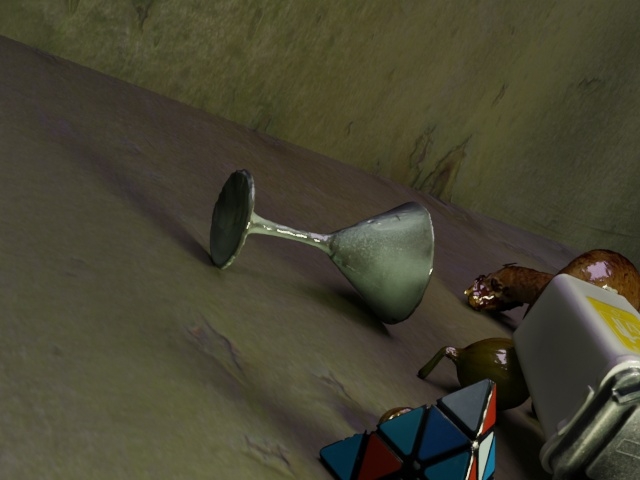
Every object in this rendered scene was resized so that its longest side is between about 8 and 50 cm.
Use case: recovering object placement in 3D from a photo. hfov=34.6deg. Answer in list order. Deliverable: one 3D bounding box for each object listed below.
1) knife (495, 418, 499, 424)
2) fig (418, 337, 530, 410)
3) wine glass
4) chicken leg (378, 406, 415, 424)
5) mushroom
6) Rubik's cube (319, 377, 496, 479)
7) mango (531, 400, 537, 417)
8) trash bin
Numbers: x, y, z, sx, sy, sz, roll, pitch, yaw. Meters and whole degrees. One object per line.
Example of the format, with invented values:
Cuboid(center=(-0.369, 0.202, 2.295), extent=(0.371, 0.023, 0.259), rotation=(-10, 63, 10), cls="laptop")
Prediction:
Cuboid(center=(0.260, 0.322, 1.815), extent=(0.046, 0.021, 0.222), rotation=(37, 17, 26), cls="knife")
Cuboid(center=(0.314, 0.240, 1.954), extent=(0.186, 0.148, 0.142), rotation=(39, 45, -3), cls="fig")
Cuboid(center=(0.000, 0.000, 2.064), extent=(0.406, 0.267, 0.267), rotation=(15, 18, -25), cls="wine glass")
Cuboid(center=(0.165, 0.312, 1.618), extent=(0.178, 0.070, 0.093), rotation=(27, 10, -42), cls="chicken leg")
Cuboid(center=(0.607, 0.134, 2.537), extent=(0.331, 0.334, 0.356), rotation=(16, 28, -37), cls="mushroom")
Cuboid(center=(0.174, 0.293, 1.346), extent=(0.284, 0.234, 0.250), rotation=(25, 15, -7), cls="Rubik's cube")
Cuboid(center=(0.547, 0.351, 2.040), extent=(0.268, 0.111, 0.133), rotation=(18, 27, -11), cls="mango")
Cuboid(center=(0.477, 0.258, 1.769), extent=(0.256, 0.296, 0.367), rotation=(18, 27, -21), cls="trash bin")
